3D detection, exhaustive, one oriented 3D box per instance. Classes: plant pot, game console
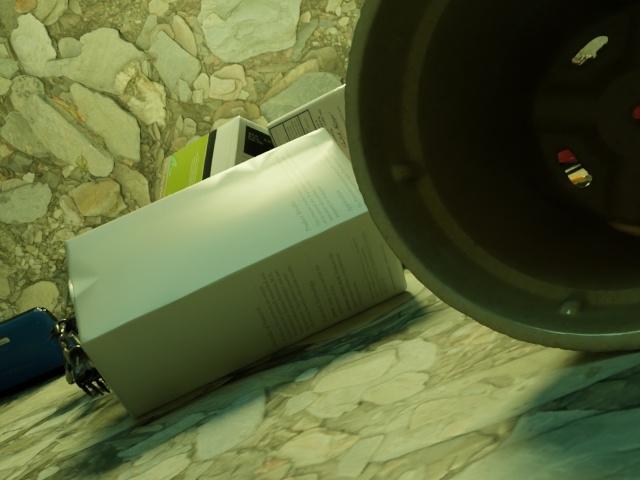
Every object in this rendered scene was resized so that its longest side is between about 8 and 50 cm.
[{"bbox_3d":[0.236,-0.108,0.616,0.334,0.333,0.305,-21,-5,31],"label":"plant pot"},{"bbox_3d":[-0.668,0.246,1.777,0.293,0.250,0.173,-23,32,12],"label":"game console"}]

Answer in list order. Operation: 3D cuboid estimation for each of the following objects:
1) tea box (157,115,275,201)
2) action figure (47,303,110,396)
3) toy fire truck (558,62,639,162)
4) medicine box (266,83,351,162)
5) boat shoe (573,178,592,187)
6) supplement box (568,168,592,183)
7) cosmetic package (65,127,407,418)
[{"bbox_3d":[-0.165,-0.092,1.809,0.329,0.219,0.324,20,-25,-36],"label":"tea box"},{"bbox_3d":[-0.355,0.171,1.255,0.164,0.140,0.276,-27,21,-13],"label":"action figure"},{"bbox_3d":[0.493,-0.225,1.419,0.254,0.169,0.302,-6,1,-17],"label":"toy fire truck"},{"bbox_3d":[0.084,-0.256,1.635,0.289,0.149,0.263,-18,8,40],"label":"medicine box"},{"bbox_3d":[0.248,-0.015,0.863,0.178,0.064,0.060,-19,-24,31],"label":"boat shoe"},{"bbox_3d":[0.388,-0.089,1.056,0.098,0.036,0.062,-25,6,-17],"label":"supplement box"},{"bbox_3d":[-0.112,0.032,0.979,0.385,0.156,0.217,-25,40,-3],"label":"cosmetic package"}]
